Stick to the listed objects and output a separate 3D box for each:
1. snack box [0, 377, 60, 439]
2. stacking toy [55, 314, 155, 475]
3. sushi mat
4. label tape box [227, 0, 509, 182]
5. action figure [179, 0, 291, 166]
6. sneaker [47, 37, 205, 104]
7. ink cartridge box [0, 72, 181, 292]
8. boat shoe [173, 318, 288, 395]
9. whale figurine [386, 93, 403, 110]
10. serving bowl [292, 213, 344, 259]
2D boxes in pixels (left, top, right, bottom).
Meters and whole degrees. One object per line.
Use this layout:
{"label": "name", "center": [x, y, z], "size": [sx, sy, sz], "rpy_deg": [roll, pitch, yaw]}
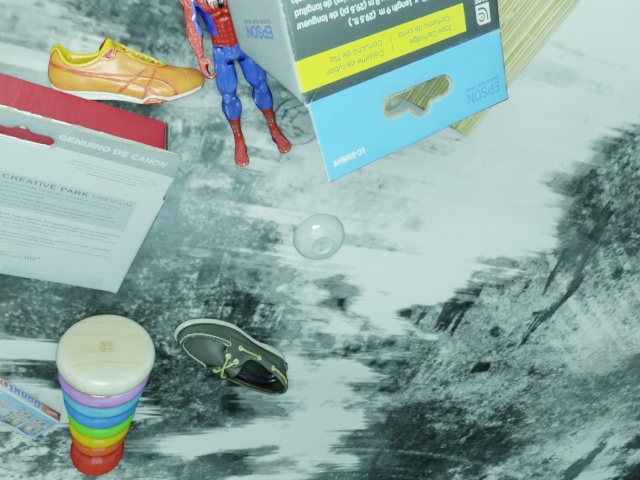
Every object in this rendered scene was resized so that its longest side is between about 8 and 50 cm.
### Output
{"label": "snack box", "center": [-0.511, 0.266, 1.029], "size": [0.064, 0.022, 0.178], "rpy_deg": [-31, 131, 7]}
{"label": "stacking toy", "center": [-0.359, 0.275, 1.026], "size": [0.141, 0.141, 0.330], "rpy_deg": [4, 131, -22]}
{"label": "sushi mat", "center": [0.245, -0.289, 0.834], "size": [0.151, 0.019, 0.317], "rpy_deg": [23, 117, -31]}
{"label": "label tape box", "center": [0.035, -0.254, 0.558], "size": [0.240, 0.106, 0.334], "rpy_deg": [-27, 118, -26]}
{"label": "action figure", "center": [-0.089, -0.194, 0.718], "size": [0.091, 0.139, 0.280], "rpy_deg": [-20, 132, -5]}
{"label": "sneaker", "center": [-0.219, -0.195, 0.728], "size": [0.175, 0.064, 0.068], "rpy_deg": [-2, 119, -20]}
{"label": "ink cartridge box", "center": [-0.334, -0.086, 0.688], "size": [0.309, 0.130, 0.272], "rpy_deg": [14, 139, -28]}
{"label": "boat shoe", "center": [-0.142, 0.200, 1.069], "size": [0.227, 0.069, 0.081], "rpy_deg": [29, 114, -35]}
{"label": "whale figurine", "center": [0.070, -0.262, 0.735], "size": [0.271, 0.141, 0.217], "rpy_deg": [-9, 107, -35]}
{"label": "serving bowl", "center": [0.000, 0.000, 0.982], "size": [0.083, 0.027, 0.083], "rpy_deg": [-9, 131, -11]}
